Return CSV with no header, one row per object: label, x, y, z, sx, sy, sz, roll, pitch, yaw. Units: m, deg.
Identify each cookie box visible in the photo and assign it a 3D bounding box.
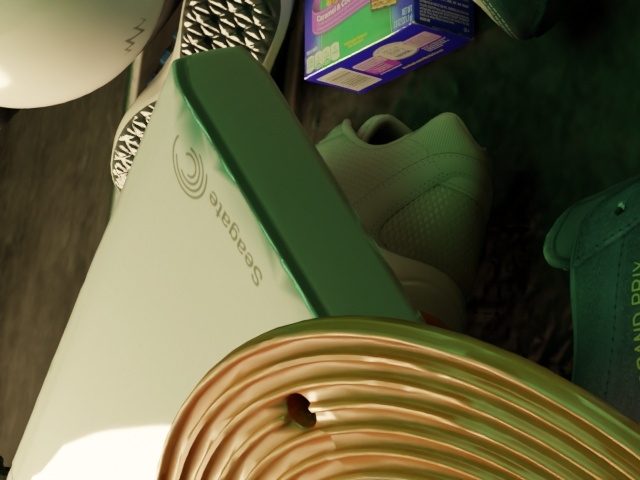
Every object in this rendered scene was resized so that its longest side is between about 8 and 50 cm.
cookie box,0.032,-0.139,0.935,0.092,0.040,0.107,-22,63,50

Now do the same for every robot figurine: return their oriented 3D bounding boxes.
robot figurine,-0.147,-0.183,1.020,0.173,0.209,0.278,-15,24,19

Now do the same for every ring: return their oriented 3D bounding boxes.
ring,0.068,0.175,0.673,0.336,0.032,0.336,25,131,33

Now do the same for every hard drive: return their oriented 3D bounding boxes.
hard drive,-0.050,0.117,0.858,0.233,0.047,0.353,58,143,26

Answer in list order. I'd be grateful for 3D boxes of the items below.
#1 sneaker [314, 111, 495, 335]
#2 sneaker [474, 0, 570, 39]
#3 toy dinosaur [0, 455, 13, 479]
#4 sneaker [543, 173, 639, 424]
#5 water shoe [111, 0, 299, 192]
sneaker,0.000,0.000,0.917,0.262,0.099,0.121,-2,59,55
sneaker,-0.005,-0.175,0.862,0.122,0.110,0.283,-47,72,9
toy dinosaur,-0.208,0.208,1.159,0.268,0.064,0.118,39,119,49
sneaker,0.162,-0.013,0.644,0.148,0.131,0.350,47,119,43
water shoe,-0.051,-0.091,1.029,0.203,0.073,0.080,-58,-1,44
